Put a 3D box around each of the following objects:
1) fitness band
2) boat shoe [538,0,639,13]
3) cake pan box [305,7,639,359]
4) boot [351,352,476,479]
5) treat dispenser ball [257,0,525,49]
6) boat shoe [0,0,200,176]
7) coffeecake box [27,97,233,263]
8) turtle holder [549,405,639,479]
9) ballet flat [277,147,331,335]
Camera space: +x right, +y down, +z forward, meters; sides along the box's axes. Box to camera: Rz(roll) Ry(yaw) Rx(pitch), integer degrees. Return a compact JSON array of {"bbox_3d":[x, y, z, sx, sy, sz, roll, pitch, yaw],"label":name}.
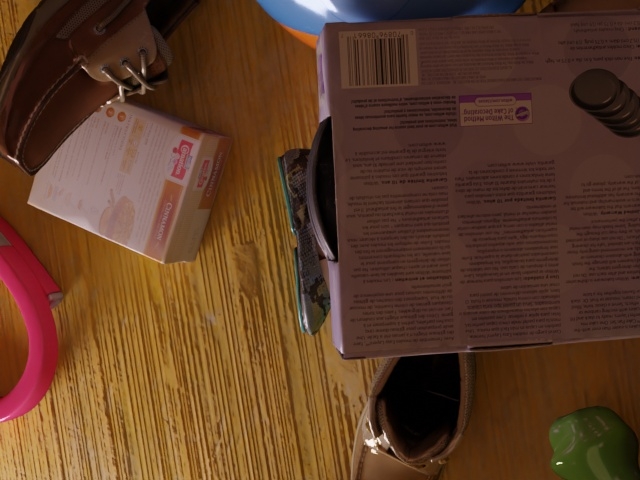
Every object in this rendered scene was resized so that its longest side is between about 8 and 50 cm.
[{"bbox_3d":[-0.416,0.078,1.206,0.291,0.054,0.209,48,112,15],"label":"fitness band"},{"bbox_3d":[0.207,-0.134,0.860,0.121,0.110,0.341,46,119,53],"label":"boat shoe"},{"bbox_3d":[0.124,-0.042,0.766,0.267,0.070,0.245,-5,90,-6],"label":"cake pan box"},{"bbox_3d":[0.079,0.172,0.908,0.095,0.203,0.262,21,100,7],"label":"boot"},{"bbox_3d":[0.060,-0.290,0.851,0.288,0.288,0.288,1,93,23],"label":"treat dispenser ball"},{"bbox_3d":[-0.206,-0.204,1.021,0.120,0.122,0.324,29,80,9],"label":"boat shoe"},{"bbox_3d":[-0.205,-0.074,1.095,0.185,0.068,0.142,23,100,21],"label":"coffeecake box"},{"bbox_3d":[0.359,0.132,0.800,0.227,0.243,0.320,69,153,22],"label":"turtle holder"},{"bbox_3d":[0.000,0.000,1.017,0.070,0.070,0.188,-7,93,23],"label":"ballet flat"}]
